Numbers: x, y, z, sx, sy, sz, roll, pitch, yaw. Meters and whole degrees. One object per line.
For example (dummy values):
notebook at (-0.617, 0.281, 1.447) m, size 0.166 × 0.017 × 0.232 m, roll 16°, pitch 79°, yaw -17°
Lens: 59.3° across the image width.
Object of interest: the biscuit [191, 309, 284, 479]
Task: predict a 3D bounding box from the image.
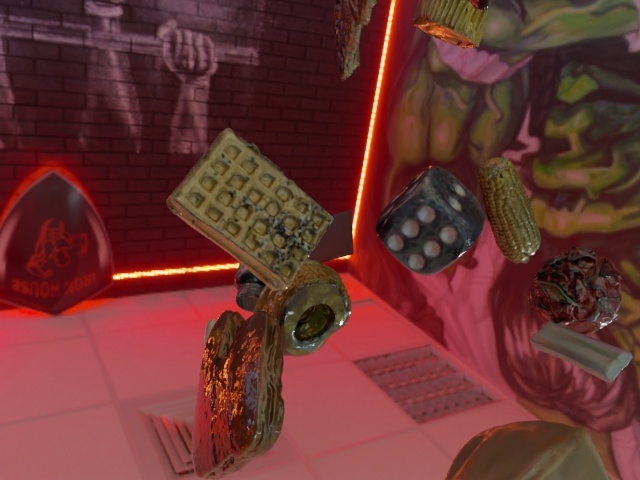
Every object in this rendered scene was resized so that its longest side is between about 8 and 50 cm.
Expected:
biscuit at (-0.126, 0.192, 0.800) m, size 0.052 × 0.277 × 0.262 m, roll 16°, pitch -126°, yaw -23°

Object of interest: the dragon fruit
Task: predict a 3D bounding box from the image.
dragon fruit at (0.671, 0.124, 1.451) m, size 0.234 × 0.234 × 0.293 m, roll 24°, pitch -154°, yaw 35°

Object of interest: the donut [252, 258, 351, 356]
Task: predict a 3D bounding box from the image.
donut at (-0.043, 0.224, 1.751) m, size 0.330 × 0.330 × 0.160 m, roll -6°, pitch -144°, yaw -34°

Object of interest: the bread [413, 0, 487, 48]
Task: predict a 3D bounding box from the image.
bread at (0.379, -0.652, 1.584) m, size 0.204 × 0.156 × 0.288 m, roll 24°, pitch -163°, yaw 0°

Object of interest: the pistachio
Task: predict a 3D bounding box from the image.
pistachio at (0.329, 0.509, 0.988) m, size 0.281 × 0.445 × 0.365 m, roll 41°, pitch 180°, yaw 38°

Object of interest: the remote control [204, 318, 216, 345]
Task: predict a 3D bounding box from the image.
remote control at (-0.316, 0.308, 1.792) m, size 0.029 × 0.087 × 0.190 m, roll -2°, pitch 160°, yaw 16°

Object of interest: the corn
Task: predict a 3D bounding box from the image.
corn at (0.392, -0.056, 1.164) m, size 0.097 × 0.262 × 0.097 m, roll -22°, pitch -150°, yaw 13°

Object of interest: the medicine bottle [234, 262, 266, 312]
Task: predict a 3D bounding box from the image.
medicine bottle at (-0.208, 0.099, 1.896) m, size 0.141 × 0.141 × 0.293 m, roll 9°, pitch -134°, yaw 1°

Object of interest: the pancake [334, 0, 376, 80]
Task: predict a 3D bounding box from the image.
pancake at (0.072, -0.415, 0.995) m, size 0.057 × 0.266 × 0.244 m, roll -7°, pitch -159°, yaw -11°

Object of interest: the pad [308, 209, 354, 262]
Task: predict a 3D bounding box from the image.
pad at (0.000, 0.000, 1.820) m, size 0.243 × 0.164 × 0.004 m, roll -15°, pitch 150°, yaw 28°

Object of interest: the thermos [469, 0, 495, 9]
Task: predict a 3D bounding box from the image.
thermos at (0.180, -0.521, 0.948) m, size 0.330 × 0.109 × 0.136 m, roll 33°, pitch -154°, yaw -17°

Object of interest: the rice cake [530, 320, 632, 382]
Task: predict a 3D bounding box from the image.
rice cake at (0.579, 0.243, 1.266) m, size 0.080 × 0.042 × 0.222 m, roll -44°, pitch -156°, yaw -11°

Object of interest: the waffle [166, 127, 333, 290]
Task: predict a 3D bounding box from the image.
waffle at (-0.174, -0.071, 1.432) m, size 0.376 × 0.261 × 0.114 m, roll 41°, pitch 152°, yaw -15°

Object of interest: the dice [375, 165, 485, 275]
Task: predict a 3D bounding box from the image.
dice at (0.247, -0.045, 1.267) m, size 0.181 × 0.182 × 0.183 m, roll 41°, pitch -146°, yaw -3°
